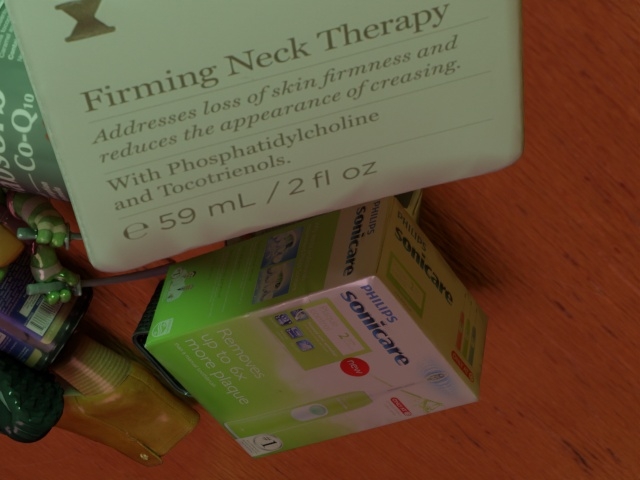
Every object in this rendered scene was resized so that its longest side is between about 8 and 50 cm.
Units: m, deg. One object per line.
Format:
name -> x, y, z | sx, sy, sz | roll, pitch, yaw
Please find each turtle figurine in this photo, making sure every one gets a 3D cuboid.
turtle figurine -> -0.305, 0.037, 1.765 | 0.275, 0.266, 0.198 | 45, 168, -19

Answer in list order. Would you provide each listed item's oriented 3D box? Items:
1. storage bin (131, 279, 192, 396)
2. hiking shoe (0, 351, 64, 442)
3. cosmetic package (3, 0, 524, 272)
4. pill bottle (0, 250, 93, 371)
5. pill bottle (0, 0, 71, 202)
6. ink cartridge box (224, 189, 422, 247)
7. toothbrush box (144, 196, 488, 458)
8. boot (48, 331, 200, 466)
storage bin -> -0.111, 0.107, 1.919 | 0.180, 0.084, 0.122 | -9, 133, 36
hiking shoe -> -0.406, 0.192, 2.040 | 0.113, 0.132, 0.304 | 31, -176, -31
cosmetic package -> -0.067, -0.250, 1.138 | 0.330, 0.327, 0.393 | -16, 140, -5
pill bottle -> -0.392, 0.053, 1.973 | 0.219, 0.122, 0.123 | 33, 143, -11
pill bottle -> -0.279, -0.151, 1.578 | 0.363, 0.210, 0.210 | 12, 143, 16
ink cartridge box -> 0.000, 0.000, 1.752 | 0.208, 0.045, 0.206 | 14, 142, 10
toothbrush box -> -0.002, 0.094, 1.706 | 0.283, 0.122, 0.206 | -18, 129, 28
boot -> -0.311, 0.234, 2.175 | 0.211, 0.104, 0.295 | 41, 137, -22
